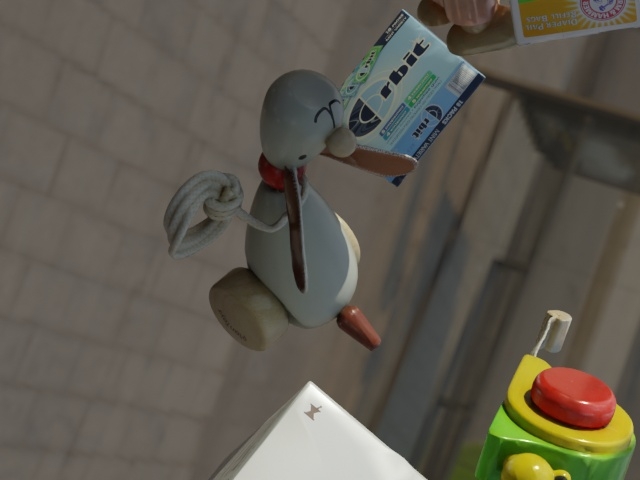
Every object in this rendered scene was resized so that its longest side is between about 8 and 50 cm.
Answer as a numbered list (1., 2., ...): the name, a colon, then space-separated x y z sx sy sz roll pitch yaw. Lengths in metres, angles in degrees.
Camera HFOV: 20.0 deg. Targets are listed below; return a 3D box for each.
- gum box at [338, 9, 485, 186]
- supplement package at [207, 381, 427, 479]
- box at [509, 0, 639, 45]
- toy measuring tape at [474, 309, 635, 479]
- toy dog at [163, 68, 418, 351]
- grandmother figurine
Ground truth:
1. gum box: 0.090 -0.165 2.065 0.041 0.184 0.157 34 100 -30
2. supplement package: -0.029 0.284 1.513 0.198 0.199 0.262 -50 -179 -28
3. box: 0.201 -0.277 1.499 0.103 0.114 0.203 -86 165 -50
4. toy measuring tape: 0.211 0.145 1.518 0.330 0.121 0.121 -47 151 -66
5. toy dog: 0.000 0.000 1.694 0.220 0.161 0.333 -52 162 -11
6. grandmother figurine: 0.095 -0.331 1.537 0.104 0.208 0.342 -30 132 -16
